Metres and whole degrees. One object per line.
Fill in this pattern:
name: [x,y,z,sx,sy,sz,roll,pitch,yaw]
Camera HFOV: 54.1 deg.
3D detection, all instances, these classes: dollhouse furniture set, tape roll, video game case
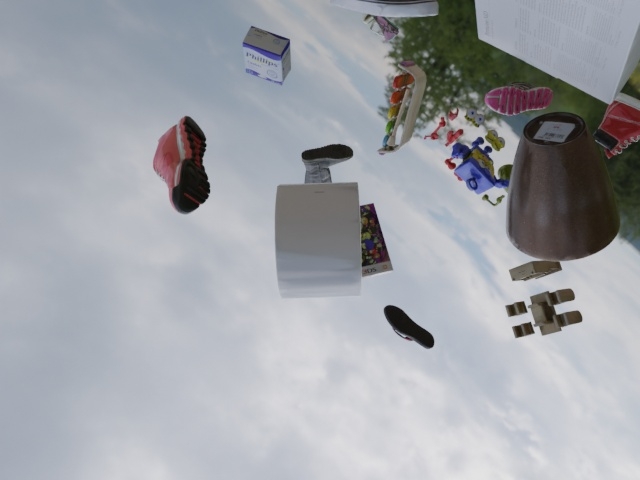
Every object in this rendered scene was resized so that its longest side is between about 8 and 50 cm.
dollhouse furniture set: [0.761,0.196,2.133,0.161,0.212,0.242,-2,-108,-39]
tape roll: [0.000,0.000,1.317,0.169,0.246,0.246,-1,-152,2]
video game case: [0.099,0.011,1.973,0.210,0.042,0.232,-11,-103,-15]

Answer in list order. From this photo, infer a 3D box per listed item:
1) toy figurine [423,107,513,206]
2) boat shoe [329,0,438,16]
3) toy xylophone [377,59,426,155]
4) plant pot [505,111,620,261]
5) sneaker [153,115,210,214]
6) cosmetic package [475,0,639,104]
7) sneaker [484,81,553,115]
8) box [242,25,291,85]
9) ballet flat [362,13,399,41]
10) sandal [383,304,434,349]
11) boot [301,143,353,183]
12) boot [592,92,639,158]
toy figurine: [0.455,-0.185,1.830,0.362,0.191,0.217,43,-139,-16]
boat shoe: [0.134,-0.548,1.360,0.108,0.102,0.301,-17,-146,-34]
toy xylophone: [0.263,-0.428,2.060,0.081,0.323,0.236,21,-162,17]
plant pot: [0.449,-0.116,1.185,0.215,0.215,0.230,-108,-3,-51]
sneaker: [-0.374,-0.180,1.642,0.116,0.136,0.314,46,-151,-46]
cosmetic package: [0.386,-0.395,1.003,0.284,0.097,0.377,33,178,21]
sneaker: [0.427,-0.317,1.393,0.170,0.063,0.075,-10,-156,-21]
box: [-0.157,-0.542,1.845,0.126,0.072,0.137,21,157,8]
ballet flat: [0.203,-0.810,2.298,0.077,0.079,0.221,10,-138,-56]
sandal: [0.225,0.234,1.641,0.179,0.040,0.067,37,-135,-21]
boot: [0.026,-0.233,2.148,0.208,0.189,0.076,78,-168,-51]
boot: [0.913,-0.293,1.780,0.244,0.176,0.088,30,-167,23]
